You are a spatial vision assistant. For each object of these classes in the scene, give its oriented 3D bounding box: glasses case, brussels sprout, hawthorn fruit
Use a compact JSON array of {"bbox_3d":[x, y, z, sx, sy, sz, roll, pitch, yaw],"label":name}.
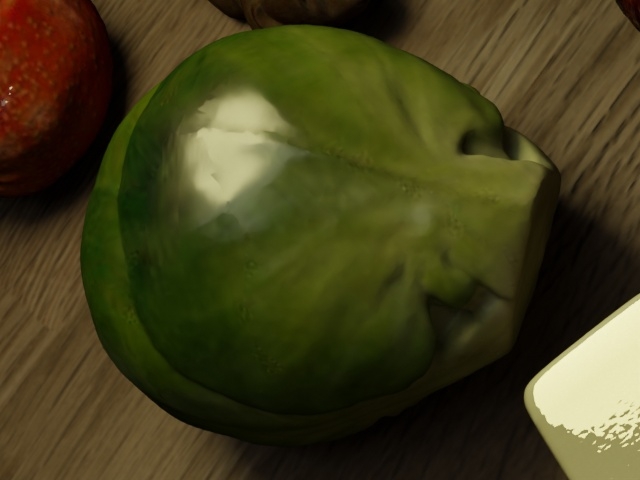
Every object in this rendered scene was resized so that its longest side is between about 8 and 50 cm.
[{"bbox_3d":[0.255,0.180,1.208,0.131,0.070,0.313,-40,56,13],"label":"glasses case"},{"bbox_3d":[-0.001,-0.005,1.394,0.355,0.281,0.289,3,70,24],"label":"brussels sprout"},{"bbox_3d":[-0.279,-0.167,1.712,0.205,0.205,0.253,4,63,35],"label":"hawthorn fruit"}]

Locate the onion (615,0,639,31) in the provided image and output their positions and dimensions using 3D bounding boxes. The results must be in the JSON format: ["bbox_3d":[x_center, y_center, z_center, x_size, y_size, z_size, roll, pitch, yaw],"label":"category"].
[{"bbox_3d":[0.313,-0.220,1.344,0.246,0.190,0.246,-33,33,26],"label":"onion"}]

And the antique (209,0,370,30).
[{"bbox_3d":[-0.054,-0.246,1.631,0.121,0.143,0.257,-50,53,1],"label":"antique"}]
